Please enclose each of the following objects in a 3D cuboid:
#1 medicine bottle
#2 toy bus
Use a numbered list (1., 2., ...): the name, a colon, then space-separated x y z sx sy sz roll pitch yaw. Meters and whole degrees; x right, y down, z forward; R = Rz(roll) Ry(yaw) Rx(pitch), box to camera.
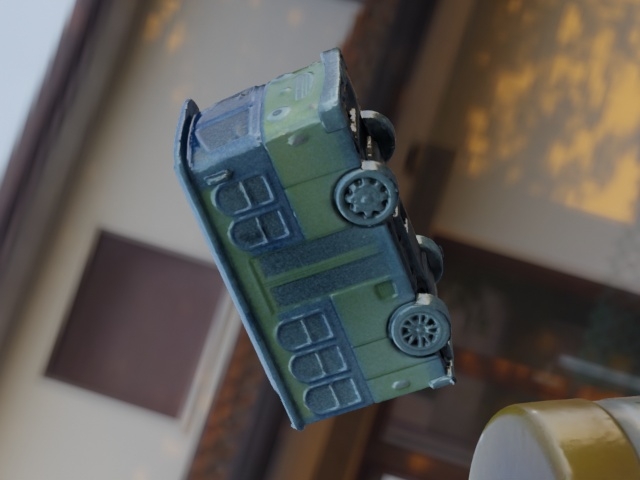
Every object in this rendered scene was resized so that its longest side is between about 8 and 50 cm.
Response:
1. medicine bottle: 0.250 0.229 1.268 0.238 0.231 0.238 177 90 -74
2. toy bus: 0.000 0.000 1.610 0.152 0.190 0.312 -87 -23 -62
